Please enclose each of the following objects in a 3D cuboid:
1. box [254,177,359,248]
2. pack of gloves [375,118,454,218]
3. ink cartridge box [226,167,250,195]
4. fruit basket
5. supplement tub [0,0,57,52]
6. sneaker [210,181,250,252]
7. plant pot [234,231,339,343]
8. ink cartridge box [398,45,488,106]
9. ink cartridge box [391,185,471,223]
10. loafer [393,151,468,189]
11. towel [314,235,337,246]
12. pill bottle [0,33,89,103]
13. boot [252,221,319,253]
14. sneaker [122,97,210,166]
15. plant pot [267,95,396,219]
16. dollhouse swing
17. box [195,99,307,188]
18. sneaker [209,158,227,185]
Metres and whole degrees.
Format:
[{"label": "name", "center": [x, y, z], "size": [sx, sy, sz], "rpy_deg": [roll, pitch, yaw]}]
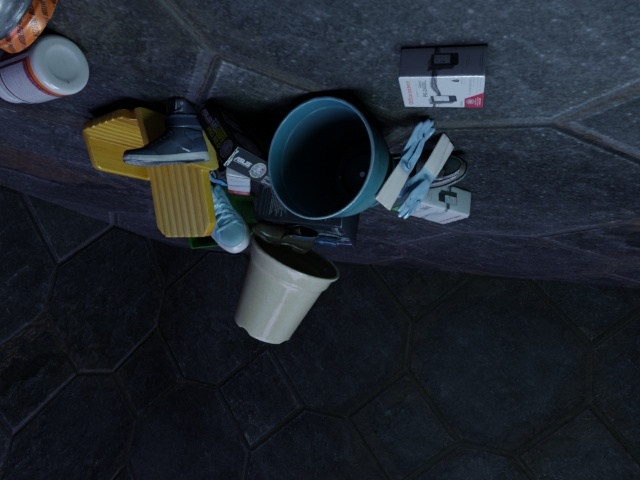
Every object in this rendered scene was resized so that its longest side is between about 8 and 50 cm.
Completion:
[{"label": "box", "center": [-0.033, -0.102, 1.736], "size": [0.312, 0.179, 0.343], "rpy_deg": [5, 168, 14]}, {"label": "pack of gloves", "center": [0.219, -0.174, 1.138], "size": [0.046, 0.232, 0.195], "rpy_deg": [32, -177, 37]}, {"label": "ink cartridge box", "center": [-0.239, -0.223, 1.425], "size": [0.072, 0.128, 0.175], "rpy_deg": [9, 169, -7]}, {"label": "fruit basket", "center": [-0.492, -0.112, 1.917], "size": [0.391, 0.283, 0.392], "rpy_deg": [-5, 180, 0]}, {"label": "supplement tub", "center": [-0.534, -0.402, 0.612], "size": [0.193, 0.194, 0.316], "rpy_deg": [3, 167, 29]}, {"label": "sneaker", "center": [-0.374, -0.114, 1.638], "size": [0.366, 0.135, 0.150], "rpy_deg": [53, -179, 29]}, {"label": "plant pot", "center": [-0.148, 0.176, 1.655], "size": [0.333, 0.306, 0.334], "rpy_deg": [25, -165, -7]}, {"label": "ink cartridge box", "center": [0.224, -0.297, 0.862], "size": [0.150, 0.063, 0.109], "rpy_deg": [5, 168, 18]}, {"label": "ink cartridge box", "center": [0.360, -0.128, 1.529], "size": [0.208, 0.087, 0.153], "rpy_deg": [14, 167, -19]}, {"label": "loafer", "center": [0.262, -0.194, 1.281], "size": [0.267, 0.096, 0.084], "rpy_deg": [2, 161, 41]}, {"label": "towel", "center": [0.000, 0.000, 1.685], "size": [0.119, 0.029, 0.067], "rpy_deg": [8, 168, 0]}, {"label": "pill bottle", "center": [-0.624, -0.368, 1.032], "size": [0.221, 0.121, 0.121], "rpy_deg": [2, 167, 33]}, {"label": "boot", "center": [-0.112, -0.032, 1.576], "size": [0.219, 0.082, 0.106], "rpy_deg": [20, 140, -25]}, {"label": "sneaker", "center": [-0.394, -0.271, 1.176], "size": [0.086, 0.164, 0.226], "rpy_deg": [2, -168, 45]}, {"label": "plant pot", "center": [0.058, -0.179, 1.140], "size": [0.271, 0.272, 0.255], "rpy_deg": [2, 180, 31]}, {"label": "dollhouse swing", "center": [-0.505, -0.174, 1.382], "size": [0.346, 0.305, 0.315], "rpy_deg": [1, 175, 40]}, {"label": "box", "center": [-0.167, -0.225, 1.206], "size": [0.270, 0.060, 0.216], "rpy_deg": [23, -154, -49]}, {"label": "sneaker", "center": [-0.333, -0.234, 1.593], "size": [0.067, 0.078, 0.188], "rpy_deg": [36, -171, 12]}]
